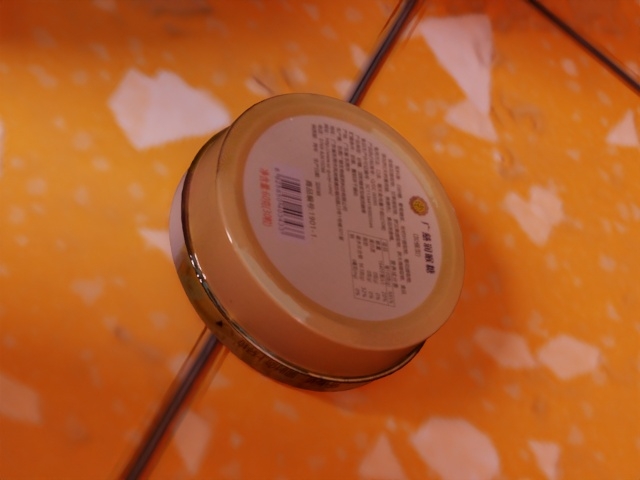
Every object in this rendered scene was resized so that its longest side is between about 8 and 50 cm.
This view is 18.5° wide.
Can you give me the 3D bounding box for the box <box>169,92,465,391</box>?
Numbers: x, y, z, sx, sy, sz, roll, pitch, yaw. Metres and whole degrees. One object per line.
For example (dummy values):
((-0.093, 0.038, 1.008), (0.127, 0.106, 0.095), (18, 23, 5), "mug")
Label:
((0.000, 0.000, 0.686), (0.106, 0.037, 0.105), (17, 54, -25), "box")
